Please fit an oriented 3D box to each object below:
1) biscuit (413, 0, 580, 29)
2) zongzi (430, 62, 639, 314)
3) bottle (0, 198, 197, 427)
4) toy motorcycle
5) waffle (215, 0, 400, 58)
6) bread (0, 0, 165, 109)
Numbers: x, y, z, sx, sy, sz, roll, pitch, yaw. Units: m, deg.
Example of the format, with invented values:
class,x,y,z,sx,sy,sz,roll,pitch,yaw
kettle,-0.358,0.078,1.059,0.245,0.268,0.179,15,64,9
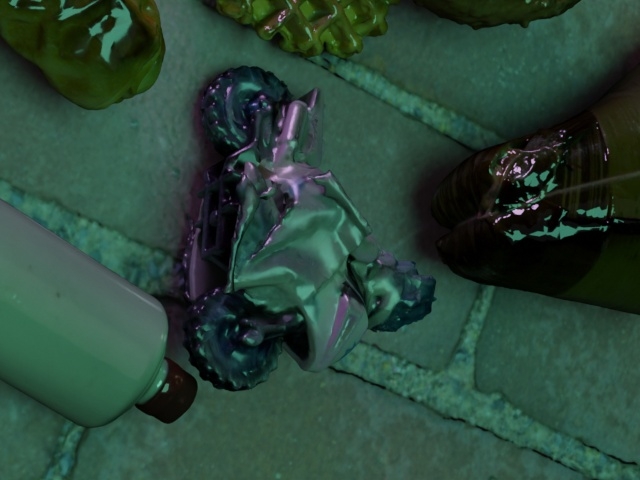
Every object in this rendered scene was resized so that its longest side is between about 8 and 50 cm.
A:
class,x,y,z,sx,sy,sz,roll,pitch,yaw
biscuit,0.122,-0.299,1.358,0.296,0.075,0.296,5,82,-37
zongzi,0.232,-0.101,1.442,0.289,0.154,0.317,13,68,-30
bottle,-0.184,0.053,1.182,0.245,0.104,0.104,35,76,-30
toy motorcycle,-0.003,0.001,1.290,0.204,0.108,0.239,13,84,-27
waffle,-0.015,-0.220,1.301,0.192,0.046,0.160,10,86,-36
bread,-0.200,-0.197,1.156,0.087,0.098,0.269,-30,119,18
